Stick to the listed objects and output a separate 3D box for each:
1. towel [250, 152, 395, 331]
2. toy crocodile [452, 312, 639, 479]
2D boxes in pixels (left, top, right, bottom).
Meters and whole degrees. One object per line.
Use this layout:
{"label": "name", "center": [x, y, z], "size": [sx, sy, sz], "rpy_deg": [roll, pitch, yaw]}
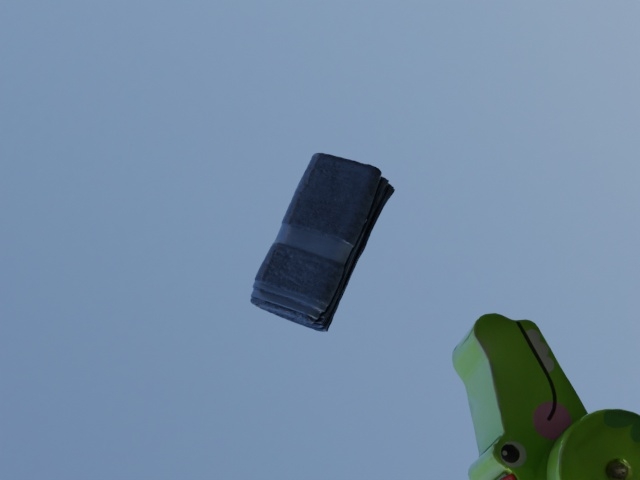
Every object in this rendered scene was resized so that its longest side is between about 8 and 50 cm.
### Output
{"label": "towel", "center": [0.000, 0.000, 1.250], "size": [0.029, 0.067, 0.119], "rpy_deg": [36, -104, -57]}
{"label": "toy crocodile", "center": [0.155, 0.197, 0.950], "size": [0.105, 0.115, 0.340], "rpy_deg": [-24, -99, -16]}
